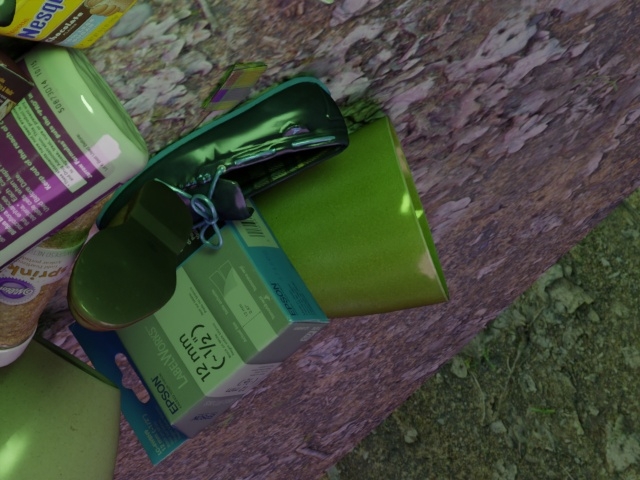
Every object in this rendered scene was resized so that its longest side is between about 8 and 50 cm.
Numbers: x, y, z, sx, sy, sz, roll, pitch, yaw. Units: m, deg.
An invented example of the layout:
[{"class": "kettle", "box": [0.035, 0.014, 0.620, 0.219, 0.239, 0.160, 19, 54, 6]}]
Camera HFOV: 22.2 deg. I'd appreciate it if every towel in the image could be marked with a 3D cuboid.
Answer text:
[{"class": "towel", "box": [-0.104, -0.186, 1.972, 0.060, 0.009, 0.083, -14, 154, -47]}]

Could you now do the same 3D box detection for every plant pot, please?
[{"class": "plant pot", "box": [0.000, 0.000, 2.290, 0.293, 0.275, 0.275, -18, 163, 7]}]

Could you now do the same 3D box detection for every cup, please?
[{"class": "cup", "box": [-0.403, 0.257, 2.199, 0.237, 0.331, 0.331, -58, 162, -3]}]

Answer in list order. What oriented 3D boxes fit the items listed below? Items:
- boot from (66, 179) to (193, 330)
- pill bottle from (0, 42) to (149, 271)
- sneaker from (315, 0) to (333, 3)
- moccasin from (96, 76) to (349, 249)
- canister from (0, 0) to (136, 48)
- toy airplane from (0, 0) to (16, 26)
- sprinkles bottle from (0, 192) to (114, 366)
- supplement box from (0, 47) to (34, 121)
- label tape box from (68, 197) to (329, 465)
[{"class": "boot", "box": [-0.235, 0.040, 1.871, 0.115, 0.112, 0.305, -40, -169, 23]}, {"class": "pill bottle", "box": [-0.338, -0.060, 1.648, 0.301, 0.169, 0.169, -35, 162, 3]}, {"class": "sneaker", "box": [0.072, -0.331, 1.718, 0.262, 0.121, 0.099, -30, 162, -10]}, {"class": "moccasin", "box": [-0.121, -0.079, 2.045, 0.342, 0.117, 0.138, -34, 162, 3]}, {"class": "canister", "box": [-0.250, -0.237, 1.498, 0.126, 0.073, 0.170, -41, 162, 22]}, {"class": "toy airplane", "box": [-0.427, -0.113, 1.198, 0.384, 0.272, 0.386, 95, 20, -81]}, {"class": "sprinkles bottle", "box": [-0.347, 0.011, 1.891, 0.121, 0.121, 0.355, -18, 156, -39]}, {"class": "supplement box", "box": [-0.370, -0.114, 1.518, 0.188, 0.081, 0.104, -46, 171, 1]}, {"class": "label tape box", "box": [-0.194, 0.112, 2.197, 0.347, 0.249, 0.115, -40, 161, 20]}]
